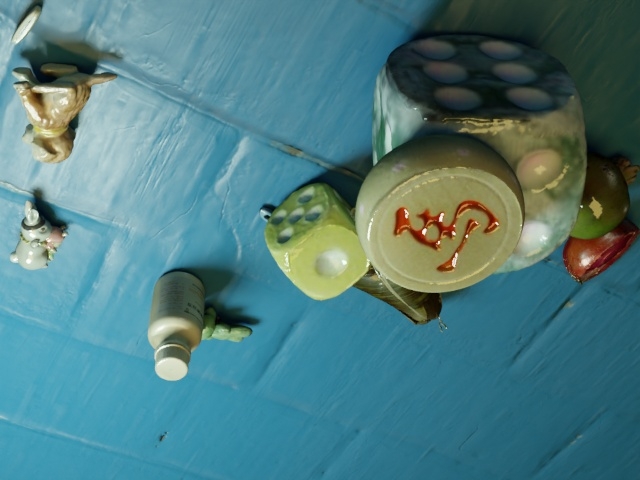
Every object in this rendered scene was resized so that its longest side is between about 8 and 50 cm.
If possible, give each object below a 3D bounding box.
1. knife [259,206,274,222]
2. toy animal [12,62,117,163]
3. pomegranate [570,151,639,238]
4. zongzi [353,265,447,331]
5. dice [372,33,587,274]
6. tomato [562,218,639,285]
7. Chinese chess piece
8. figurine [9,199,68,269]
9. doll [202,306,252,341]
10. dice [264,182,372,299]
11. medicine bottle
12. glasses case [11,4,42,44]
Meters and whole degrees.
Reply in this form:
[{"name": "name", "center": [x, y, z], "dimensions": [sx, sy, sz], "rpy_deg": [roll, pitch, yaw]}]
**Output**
[{"name": "knife", "center": [-0.008, 0.010, 1.854], "dimensions": [0.313, 0.019, 0.044], "rpy_deg": [30, 123, -25]}, {"name": "toy animal", "center": [-0.461, -0.225, 1.587], "dimensions": [0.184, 0.104, 0.185], "rpy_deg": [-4, 123, -11]}, {"name": "pomegranate", "center": [0.549, -0.090, 1.735], "dimensions": [0.211, 0.179, 0.179], "rpy_deg": [2, 128, -22]}, {"name": "zongzi", "center": [0.134, 0.109, 1.894], "dimensions": [0.241, 0.111, 0.247], "rpy_deg": [-11, 132, 17]}, {"name": "dice", "center": [0.270, -0.160, 1.552], "dimensions": [0.331, 0.328, 0.348], "rpy_deg": [-4, 127, -2]}, {"name": "tomato", "center": [0.593, 0.007, 1.859], "dimensions": [0.173, 0.099, 0.189], "rpy_deg": [-43, 160, 8]}, {"name": "Chinese chess piece", "center": [0.188, -0.039, 1.367], "dimensions": [0.274, 0.102, 0.273], "rpy_deg": [-2, 127, -3]}, {"name": "figurine", "center": [-0.572, -0.018, 1.761], "dimensions": [0.098, 0.081, 0.146], "rpy_deg": [-16, 139, -52]}, {"name": "doll", "center": [-0.233, 0.195, 1.950], "dimensions": [0.150, 0.077, 0.115], "rpy_deg": [16, 162, -29]}, {"name": "dice", "center": [0.000, 0.000, 1.736], "dimensions": [0.169, 0.169, 0.166], "rpy_deg": [-37, 123, 9]}, {"name": "medicine bottle", "center": [-0.304, 0.181, 1.808], "dimensions": [0.114, 0.252, 0.114], "rpy_deg": [-2, 127, -3]}, {"name": "glasses case", "center": [-0.513, -0.376, 1.506], "dimensions": [0.021, 0.032, 0.083], "rpy_deg": [36, 117, -24]}]
